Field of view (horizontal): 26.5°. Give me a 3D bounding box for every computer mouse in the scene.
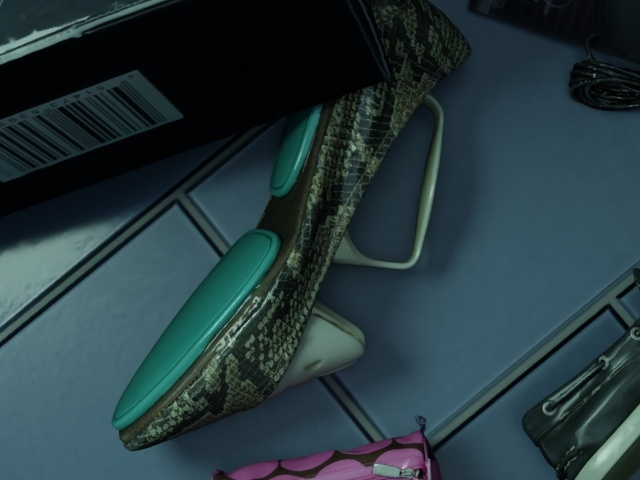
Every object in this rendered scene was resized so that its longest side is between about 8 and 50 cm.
[{"bbox_3d":[0.308,-0.226,1.171,0.188,0.072,0.272,4,120,15],"label":"computer mouse"}]

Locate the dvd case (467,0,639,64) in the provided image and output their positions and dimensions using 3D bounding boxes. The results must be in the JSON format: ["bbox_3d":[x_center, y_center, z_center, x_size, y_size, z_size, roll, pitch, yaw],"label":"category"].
[{"bbox_3d":[0.261,-0.251,1.227,0.221,0.018,0.164,20,123,6],"label":"dvd case"}]

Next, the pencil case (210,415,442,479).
[{"bbox_3d":[0.004,0.225,1.215,0.209,0.098,0.095,-13,86,2],"label":"pencil case"}]

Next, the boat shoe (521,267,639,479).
[{"bbox_3d":[0.309,0.074,1.204,0.113,0.127,0.340,40,91,27],"label":"boat shoe"}]

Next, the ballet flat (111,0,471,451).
[{"bbox_3d":[0.000,0.000,1.214,0.182,0.164,0.483,28,86,-16],"label":"ballet flat"}]

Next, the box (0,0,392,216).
[{"bbox_3d":[-0.249,-0.303,1.101,0.480,0.297,0.472,-18,75,8],"label":"box"}]
